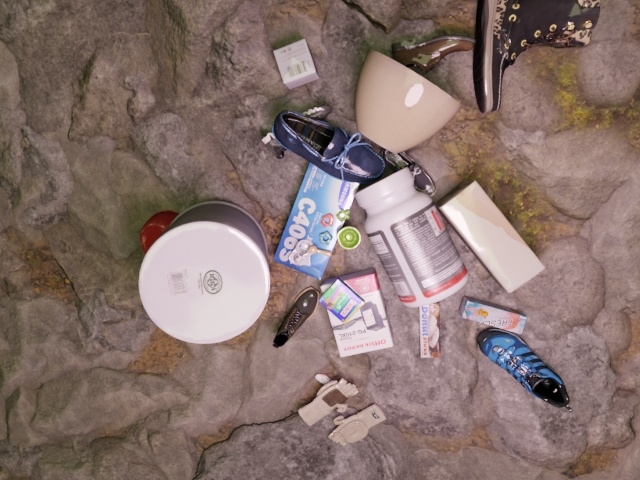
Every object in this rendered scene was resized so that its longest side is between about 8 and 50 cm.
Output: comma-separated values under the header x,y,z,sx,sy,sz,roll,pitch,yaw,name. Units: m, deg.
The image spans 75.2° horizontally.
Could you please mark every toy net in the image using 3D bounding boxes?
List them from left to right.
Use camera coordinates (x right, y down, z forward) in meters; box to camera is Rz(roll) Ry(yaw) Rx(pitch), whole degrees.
x,y,z,sx,sy,sz,roll,pitch,yaw,name
0.000,0.000,1.238,0.232,0.045,0.122,-25,96,10,toy net

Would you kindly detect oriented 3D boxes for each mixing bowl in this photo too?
x,y,z,sx,sy,sz,roll,pitch,yaw,name
-0.517,-0.005,1.361,0.182,0.098,0.181,1,98,7,mixing bowl

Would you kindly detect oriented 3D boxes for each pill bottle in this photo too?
x,y,z,sx,sy,sz,roll,pitch,yaw,name
0.253,-0.011,1.193,0.210,0.210,0.362,-26,94,11,pill bottle

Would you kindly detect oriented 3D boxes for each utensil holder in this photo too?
x,y,z,sx,sy,sz,roll,pitch,yaw,name
-0.299,0.069,1.155,0.328,0.385,0.327,-2,101,-11,utensil holder

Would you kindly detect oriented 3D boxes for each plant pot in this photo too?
x,y,z,sx,sy,sz,roll,pitch,yaw,name
0.204,-0.351,1.127,0.284,0.284,0.191,32,110,3,plant pot

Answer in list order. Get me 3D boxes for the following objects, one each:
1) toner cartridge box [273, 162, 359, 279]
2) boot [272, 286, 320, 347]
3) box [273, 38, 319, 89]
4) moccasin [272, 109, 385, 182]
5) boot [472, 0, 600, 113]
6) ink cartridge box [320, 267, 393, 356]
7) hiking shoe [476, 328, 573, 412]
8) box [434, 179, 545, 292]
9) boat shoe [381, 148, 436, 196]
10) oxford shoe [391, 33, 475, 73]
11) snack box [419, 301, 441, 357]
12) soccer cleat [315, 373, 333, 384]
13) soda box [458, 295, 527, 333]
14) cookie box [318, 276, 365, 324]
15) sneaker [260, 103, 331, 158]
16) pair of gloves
x,y,z,sx,sy,sz,roll,pitch,yaw,name
-0.008,-0.069,1.290,0.165,0.075,0.347,22,100,2,toner cartridge box
-0.074,0.247,1.314,0.077,0.137,0.197,32,101,2,boot
-0.069,-0.518,1.228,0.101,0.087,0.101,-17,95,10,box
0.024,-0.254,1.160,0.342,0.117,0.137,19,78,-5,moccasin
0.567,-0.540,1.115,0.284,0.138,0.377,1,93,8,boot
0.118,0.225,1.302,0.172,0.100,0.237,-15,96,10,ink cartridge box
0.610,0.372,1.237,0.304,0.132,0.113,34,101,2,hiking shoe
0.477,-0.016,1.195,0.121,0.148,0.311,-39,93,11,box
0.263,-0.205,1.237,0.206,0.065,0.075,44,102,0,boat shoe
0.320,-0.524,1.180,0.227,0.083,0.096,-3,101,21,oxford shoe
0.347,0.284,1.318,0.064,0.022,0.178,-2,98,10,snack box
0.021,0.470,1.384,0.083,0.035,0.029,27,99,3,soccer cleat
0.521,0.225,1.264,0.183,0.063,0.058,15,99,6,soda box
0.063,0.178,1.231,0.107,0.040,0.092,41,100,2,cookie box
-0.059,-0.324,1.264,0.234,0.078,0.106,-27,100,12,sneaker
0.071,0.567,1.372,0.204,0.042,0.240,-43,106,9,pair of gloves
